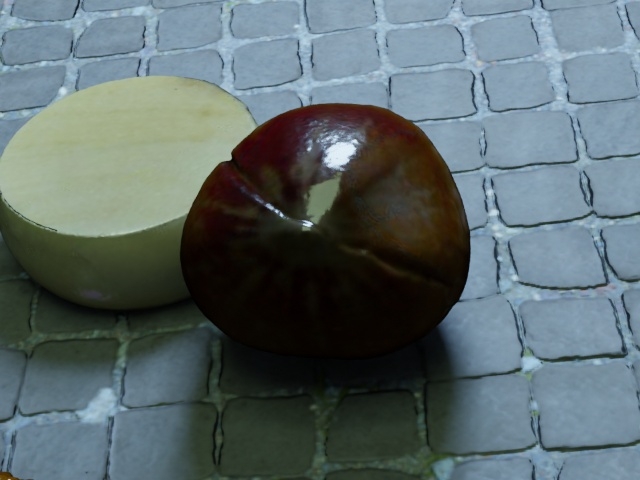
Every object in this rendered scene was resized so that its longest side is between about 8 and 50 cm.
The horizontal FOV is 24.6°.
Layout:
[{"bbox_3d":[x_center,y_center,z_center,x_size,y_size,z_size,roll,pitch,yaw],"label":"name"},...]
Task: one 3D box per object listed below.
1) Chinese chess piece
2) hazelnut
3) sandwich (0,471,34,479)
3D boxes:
[{"bbox_3d":[-0.166,-0.046,1.318,0.251,0.097,0.250,-5,41,4],"label":"Chinese chess piece"},{"bbox_3d":[0.000,0.000,1.155,0.230,0.229,0.229,-5,42,4],"label":"hazelnut"},{"bbox_3d":[-0.301,0.224,0.999,0.301,0.250,0.162,19,90,-1],"label":"sandwich"}]
